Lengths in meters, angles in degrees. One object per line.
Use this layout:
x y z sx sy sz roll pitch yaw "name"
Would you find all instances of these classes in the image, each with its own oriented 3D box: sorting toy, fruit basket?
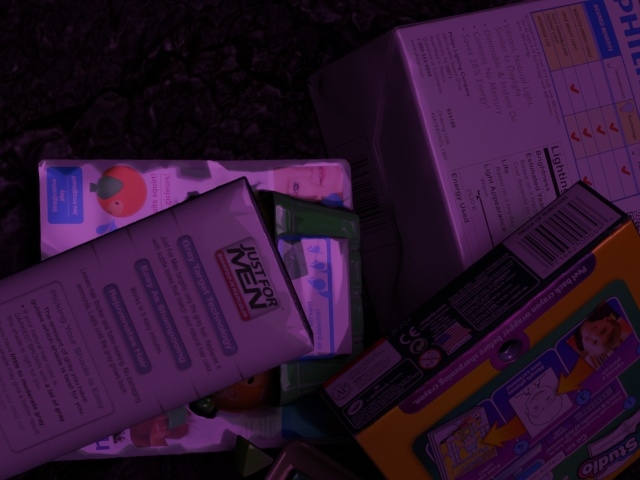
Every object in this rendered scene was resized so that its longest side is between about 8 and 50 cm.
-0.013 0.343 1.586 0.348 0.047 0.196 37 85 -31 "sorting toy"
-0.125 0.069 1.553 0.353 0.165 0.327 0 86 -22 "fruit basket"

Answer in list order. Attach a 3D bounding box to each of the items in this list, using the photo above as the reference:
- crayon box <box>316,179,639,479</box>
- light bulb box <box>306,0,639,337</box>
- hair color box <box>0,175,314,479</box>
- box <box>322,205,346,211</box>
0.224 0.166 1.551 0.363 0.106 0.313 -38 129 -4 "crayon box"
0.228 -0.094 1.733 0.361 0.225 0.358 -15 90 -29 "light bulb box"
-0.212 0.091 1.438 0.374 0.113 0.185 -23 94 1 "hair color box"
0.000 0.000 1.713 0.067 0.018 0.083 1 82 -28 "box"
